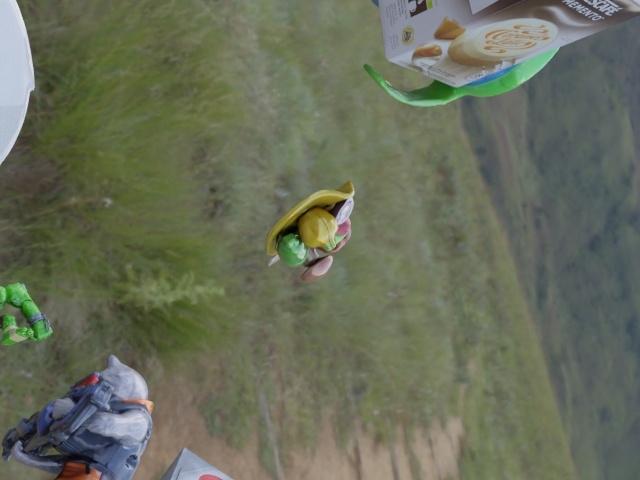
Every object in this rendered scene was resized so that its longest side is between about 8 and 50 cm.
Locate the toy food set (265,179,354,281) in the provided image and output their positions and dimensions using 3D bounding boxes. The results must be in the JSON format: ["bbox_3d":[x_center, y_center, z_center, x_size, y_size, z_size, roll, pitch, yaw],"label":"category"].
[{"bbox_3d":[0.000,0.000,1.166,0.071,0.128,0.218,54,-11,10],"label":"toy food set"}]

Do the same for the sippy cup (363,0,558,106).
[{"bbox_3d":[0.182,-0.340,1.217,0.224,0.240,0.305,24,75,-37],"label":"sippy cup"}]

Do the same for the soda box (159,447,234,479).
[{"bbox_3d":[-0.169,0.335,0.839,0.098,0.286,0.091,34,14,-6],"label":"soda box"}]

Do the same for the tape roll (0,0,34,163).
[{"bbox_3d":[-0.501,-0.206,0.991,0.392,0.072,0.392,8,79,-45],"label":"tape roll"}]

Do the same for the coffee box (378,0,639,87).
[{"bbox_3d":[0.202,-0.263,0.994,0.141,0.246,0.098,8,72,-46],"label":"coffee box"}]

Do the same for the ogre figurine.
[{"bbox_3d":[-0.604,0.136,1.683,0.097,0.197,0.118,107,-34,-61],"label":"ogre figurine"}]

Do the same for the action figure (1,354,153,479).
[{"bbox_3d":[-0.325,0.315,1.221,0.178,0.341,0.330,31,63,-23],"label":"action figure"}]
